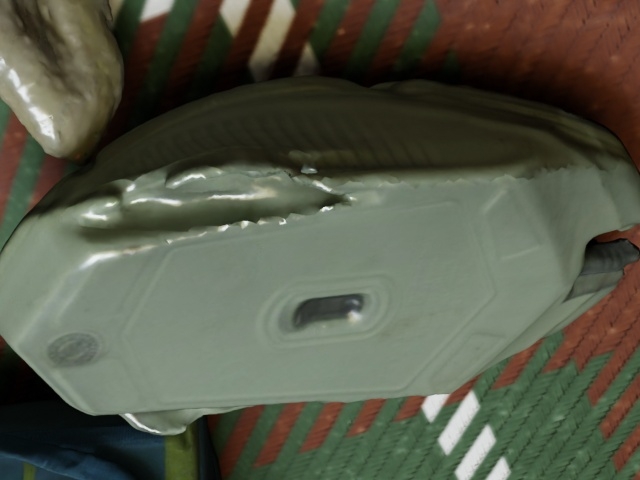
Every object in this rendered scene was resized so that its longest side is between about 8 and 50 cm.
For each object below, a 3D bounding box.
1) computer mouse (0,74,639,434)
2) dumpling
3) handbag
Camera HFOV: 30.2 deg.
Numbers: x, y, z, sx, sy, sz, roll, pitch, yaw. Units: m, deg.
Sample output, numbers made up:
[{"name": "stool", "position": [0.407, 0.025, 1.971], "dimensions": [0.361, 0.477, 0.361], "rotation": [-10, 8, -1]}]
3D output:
[{"name": "computer mouse", "position": [0.001, -0.002, 0.762], "dimensions": [0.429, 0.145, 0.228], "rotation": [-4, 133, -18]}, {"name": "dumpling", "position": [-0.214, -0.191, 0.632], "dimensions": [0.086, 0.166, 0.332], "rotation": [-1, 145, 34]}, {"name": "handbag", "position": [-0.189, 0.241, 0.852], "dimensions": [0.241, 0.263, 0.222], "rotation": [-6, 153, -2]}]
